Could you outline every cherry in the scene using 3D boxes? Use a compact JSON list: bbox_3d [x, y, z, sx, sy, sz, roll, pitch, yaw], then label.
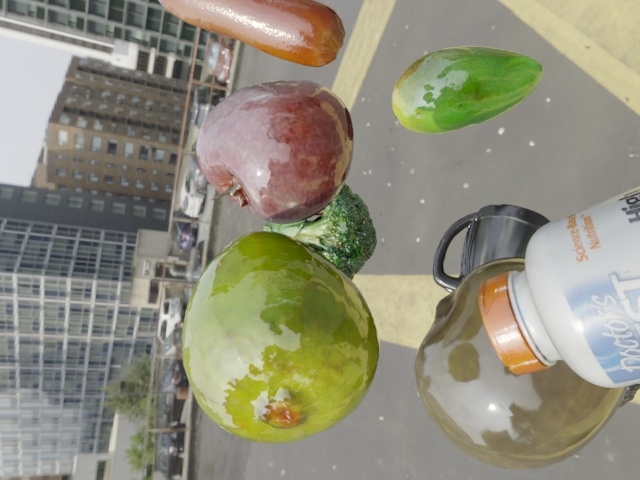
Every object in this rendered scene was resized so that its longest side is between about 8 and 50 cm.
[{"bbox_3d":[-0.064,-0.157,0.838,0.261,0.307,0.221,29,144,32],"label":"cherry"}]

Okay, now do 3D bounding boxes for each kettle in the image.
[{"bbox_3d":[0.456,0.059,1.289,0.207,0.251,0.271,-12,53,65],"label":"kettle"}]

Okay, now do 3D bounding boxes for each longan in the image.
[{"bbox_3d":[0.339,0.210,0.865,0.361,0.361,0.360,-173,90,-68],"label":"longan"}]

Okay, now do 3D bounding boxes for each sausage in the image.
[{"bbox_3d":[-0.108,-0.336,0.722,0.083,0.300,0.089,82,-149,-75],"label":"sausage"}]

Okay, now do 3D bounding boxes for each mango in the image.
[{"bbox_3d":[0.373,-0.396,1.284,0.225,0.382,0.201,68,-164,-48],"label":"mango"}]

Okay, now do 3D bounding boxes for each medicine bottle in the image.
[{"bbox_3d":[0.288,0.031,0.418,0.289,0.157,0.157,-27,54,32],"label":"medicine bottle"}]

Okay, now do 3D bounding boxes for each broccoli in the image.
[{"bbox_3d":[0.000,0.000,1.174,0.269,0.269,0.254,-109,12,-48],"label":"broccoli"}]

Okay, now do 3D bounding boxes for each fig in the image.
[{"bbox_3d":[-0.067,0.115,0.702,0.326,0.258,0.258,-118,41,-52],"label":"fig"}]

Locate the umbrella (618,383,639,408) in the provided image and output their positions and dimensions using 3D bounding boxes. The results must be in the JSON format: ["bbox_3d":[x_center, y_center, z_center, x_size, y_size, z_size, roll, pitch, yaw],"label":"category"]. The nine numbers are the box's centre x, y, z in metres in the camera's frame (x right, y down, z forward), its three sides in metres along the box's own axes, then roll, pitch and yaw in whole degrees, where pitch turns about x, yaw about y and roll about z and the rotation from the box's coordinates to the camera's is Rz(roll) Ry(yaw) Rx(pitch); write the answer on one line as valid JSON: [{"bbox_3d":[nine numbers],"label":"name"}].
[{"bbox_3d":[0.939,0.405,1.519,0.128,0.154,0.336,32,142,27],"label":"umbrella"}]
